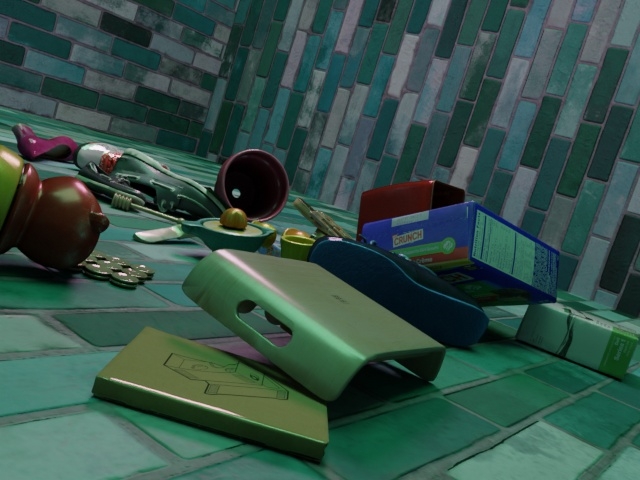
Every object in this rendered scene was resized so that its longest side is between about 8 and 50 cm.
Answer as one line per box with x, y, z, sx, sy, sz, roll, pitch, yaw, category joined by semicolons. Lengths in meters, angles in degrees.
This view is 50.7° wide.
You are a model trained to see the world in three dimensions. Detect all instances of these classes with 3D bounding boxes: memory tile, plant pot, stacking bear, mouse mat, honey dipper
-0.312;0.033;0.938;0.148;0.012;0.113;18;7;0;memory tile
-0.213;-0.145;1.907;0.201;0.202;0.180;14;-8;-26;plant pot
-0.403;-0.052;0.802;0.289;0.175;0.164;21;42;-27;stacking bear
-0.234;-0.079;1.660;0.152;0.007;0.189;46;-9;-19;mouse mat
-0.373;-0.064;1.471;0.160;0.031;0.030;19;7;-10;honey dipper
0.248;-0.035;1.934;0.235;0.267;0.267;7;1;30;plant pot

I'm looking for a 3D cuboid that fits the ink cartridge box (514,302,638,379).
0.538;0.198;1.423;0.219;0.093;0.160;21;7;21;ink cartridge box

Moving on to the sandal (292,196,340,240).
0.002;0.001;1.667;0.240;0.079;0.088;45;9;17;sandal

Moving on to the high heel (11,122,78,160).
-0.730;-0.238;1.855;0.117;0.082;0.244;55;7;21;high heel

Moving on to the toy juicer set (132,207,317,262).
-0.159;-0.023;1.281;0.328;0.090;0.209;10;12;4;toy juicer set

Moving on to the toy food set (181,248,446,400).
0.004;0.111;0.817;0.219;0.092;0.306;32;10;27;toy food set

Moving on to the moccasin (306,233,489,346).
0.125;0.089;1.175;0.342;0.138;0.117;29;15;-15;moccasin

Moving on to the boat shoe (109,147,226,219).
-0.370;-0.106;1.637;0.319;0.099;0.116;30;-27;9;boat shoe

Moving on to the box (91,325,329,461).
-0.092;0.138;0.638;0.201;0.021;0.164;17;7;-2;box

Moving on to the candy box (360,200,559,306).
0.278;0.044;1.348;0.317;0.122;0.268;23;-23;-39;candy box

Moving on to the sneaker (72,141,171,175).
-0.546;-0.208;1.905;0.145;0.090;0.270;20;4;36;sneaker

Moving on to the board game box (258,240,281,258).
-0.019;0.050;1.410;0.160;0.039;0.211;14;8;-29;board game box

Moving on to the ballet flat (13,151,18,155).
-0.683;-0.156;1.383;0.052;0.057;0.168;49;20;15;ballet flat

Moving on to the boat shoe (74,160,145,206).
-0.470;-0.133;1.533;0.206;0.065;0.075;19;-18;27;boat shoe

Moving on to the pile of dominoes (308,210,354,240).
0.088;0.002;1.640;0.251;0.040;0.196;43;8;2;pile of dominoes
